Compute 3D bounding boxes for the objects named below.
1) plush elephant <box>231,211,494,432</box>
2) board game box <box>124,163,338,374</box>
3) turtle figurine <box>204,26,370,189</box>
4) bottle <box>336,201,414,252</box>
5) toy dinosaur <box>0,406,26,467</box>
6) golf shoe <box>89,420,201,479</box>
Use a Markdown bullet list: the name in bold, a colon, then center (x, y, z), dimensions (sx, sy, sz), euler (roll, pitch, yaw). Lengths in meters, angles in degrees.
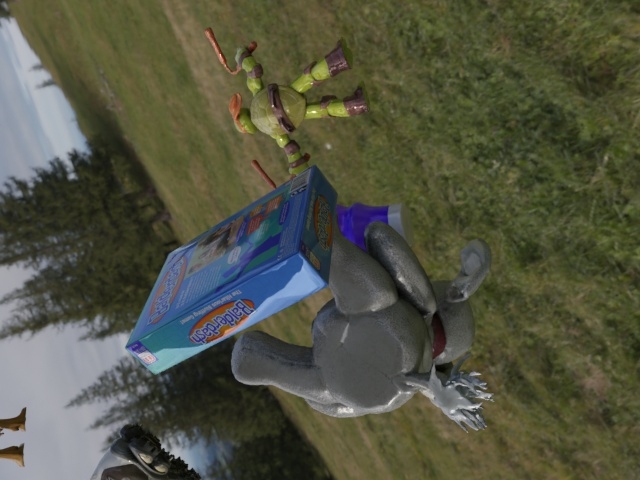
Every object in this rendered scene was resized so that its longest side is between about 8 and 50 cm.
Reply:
- **plush elephant**: center (0.099, 0.106, 0.863), dimensions (0.330, 0.255, 0.271), euler (26, 108, 21)
- **board game box**: center (-0.083, 0.027, 0.649), dimensions (0.047, 0.210, 0.160), euler (50, -155, -25)
- **turtle figurine**: center (-0.050, -0.212, 0.949), dimensions (0.269, 0.217, 0.087), euler (66, -161, -12)
- **bottle**: center (0.000, 0.000, 1.005), dimensions (0.092, 0.283, 0.118), euler (-72, -36, -50)
- **toy dinosaur**: center (-0.377, 0.217, 0.692), dimensions (0.211, 0.112, 0.064), euler (156, 113, -67)
- **golf shoe**: center (-0.195, 0.303, 0.779), dimensions (0.077, 0.094, 0.198), euler (20, 152, 53)
